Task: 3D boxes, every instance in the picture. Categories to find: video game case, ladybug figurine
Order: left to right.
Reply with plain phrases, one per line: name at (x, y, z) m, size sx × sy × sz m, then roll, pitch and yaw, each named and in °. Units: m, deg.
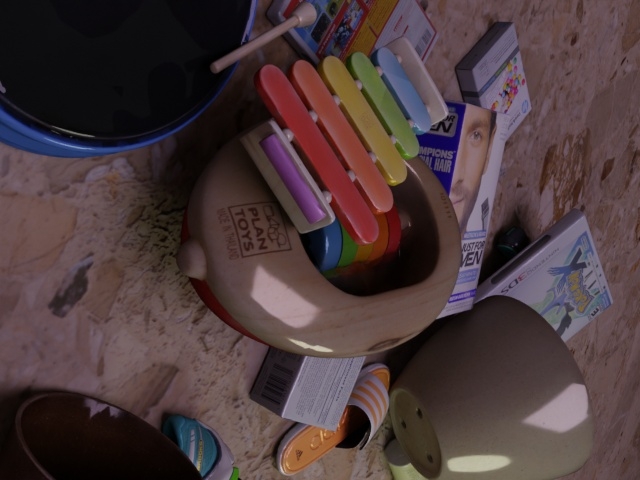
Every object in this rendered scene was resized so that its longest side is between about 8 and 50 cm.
ladybug figurine at (0.000, 0.000, 0.902) m, size 0.449 × 0.162 × 0.305 m, roll -4°, pitch 74°, yaw -46°
video game case at (0.058, -0.298, 1.010) m, size 0.285 × 0.025 × 0.204 m, roll 41°, pitch 72°, yaw -47°
video game case at (0.456, 0.129, 1.500) m, size 0.300 × 0.036 × 0.329 m, roll -39°, pitch 134°, yaw -1°

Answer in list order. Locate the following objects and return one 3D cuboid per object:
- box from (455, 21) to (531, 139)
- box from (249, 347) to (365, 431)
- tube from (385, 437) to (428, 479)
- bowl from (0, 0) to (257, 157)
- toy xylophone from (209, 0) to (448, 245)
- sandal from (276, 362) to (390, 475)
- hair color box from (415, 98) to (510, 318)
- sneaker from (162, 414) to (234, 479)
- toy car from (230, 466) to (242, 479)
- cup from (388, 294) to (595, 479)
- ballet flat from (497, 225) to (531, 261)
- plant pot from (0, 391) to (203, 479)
box at (0.312, -0.268, 1.292) m, size 0.145 × 0.038 × 0.186 m, roll -48°, pitch 134°, yaw -26°
box at (-0.016, 0.198, 1.059) m, size 0.137 × 0.072 × 0.126 m, roll 32°, pitch 79°, yaw -48°
tube at (0.177, 0.462, 1.381) m, size 0.070 × 0.062 × 0.240 m, roll -20°, pitch 131°, yaw 4°
bowl at (-0.212, -0.270, 0.681) m, size 0.391 × 0.077 × 0.391 m, roll -19°, pitch 116°, yaw -44°
toy xylophone at (0.013, -0.144, 0.799) m, size 0.236 × 0.081 × 0.323 m, roll 52°, pitch 44°, yaw -16°
sandal at (0.045, 0.299, 1.157) m, size 0.265 × 0.076 × 0.102 m, roll -32°, pitch 125°, yaw -38°
hair color box at (0.198, -0.050, 1.174) m, size 0.185 × 0.110 × 0.339 m, roll -5°, pitch 105°, yaw -55°
sneaker at (-0.223, 0.337, 0.879) m, size 0.110 × 0.107 × 0.275 m, roll 48°, pitch 60°, yaw -26°
toy car at (-0.140, 0.420, 0.993) m, size 0.239 × 0.053 × 0.225 m, roll -5°, pitch 95°, yaw -69°
cup at (0.258, 0.284, 1.244) m, size 0.237 × 0.331 × 0.331 m, roll -17°, pitch 117°, yaw -21°
ballet flat at (0.423, 0.040, 1.498) m, size 0.074 × 0.074 × 0.203 m, roll -56°, pitch 134°, yaw -18°
plant pot at (-0.267, 0.313, 0.745) m, size 0.215 × 0.215 × 0.230 m, roll 27°, pitch 97°, yaw -49°
